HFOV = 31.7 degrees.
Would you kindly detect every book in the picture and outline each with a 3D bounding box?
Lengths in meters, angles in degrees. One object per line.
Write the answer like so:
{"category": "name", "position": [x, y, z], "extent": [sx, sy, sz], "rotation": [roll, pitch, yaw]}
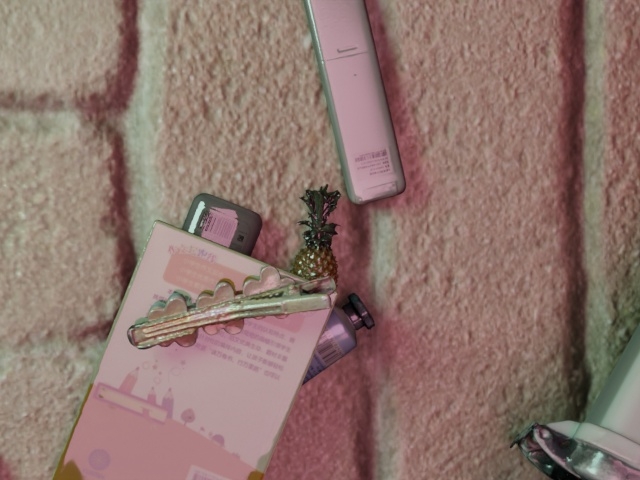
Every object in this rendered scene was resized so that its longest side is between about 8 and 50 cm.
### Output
{"category": "book", "position": [-0.131, 0.152, 1.179], "extent": [0.208, 0.020, 0.295], "rotation": [22, 92, -4]}

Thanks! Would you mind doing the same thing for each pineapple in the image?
{"category": "pineapple", "position": [0.000, 0.000, 1.218], "extent": [0.058, 0.058, 0.124], "rotation": [10, 91, -10]}

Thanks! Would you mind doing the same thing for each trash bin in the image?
{"category": "trash bin", "position": [0.408, 0.143, 1.202], "extent": [0.296, 0.256, 0.367], "rotation": [25, 80, 11]}

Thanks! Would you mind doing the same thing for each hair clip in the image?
{"category": "hair clip", "position": [-0.089, 0.067, 1.145], "extent": [0.214, 0.056, 0.062], "rotation": [-11, 110, 5]}

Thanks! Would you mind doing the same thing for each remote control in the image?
{"category": "remote control", "position": [0.035, -0.171, 1.231], "extent": [0.067, 0.029, 0.261], "rotation": [-14, 93, -9]}

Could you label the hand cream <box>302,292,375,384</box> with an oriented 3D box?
{"category": "hand cream", "position": [-0.066, 0.145, 1.217], "extent": [0.271, 0.058, 0.091], "rotation": [-33, 107, -3]}

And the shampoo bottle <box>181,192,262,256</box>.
{"category": "shampoo bottle", "position": [-0.125, 0.036, 1.205], "extent": [0.080, 0.040, 0.165], "rotation": [22, 90, -11]}
